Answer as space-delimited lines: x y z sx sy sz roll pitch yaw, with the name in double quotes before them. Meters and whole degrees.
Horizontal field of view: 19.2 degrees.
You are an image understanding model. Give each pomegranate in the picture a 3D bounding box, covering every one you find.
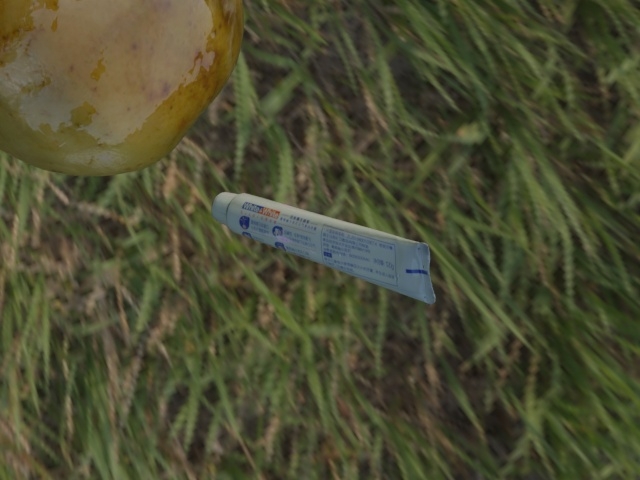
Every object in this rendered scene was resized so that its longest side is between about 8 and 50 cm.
"pomegranate" -0.214 -0.200 1.746 0.307 0.307 0.307 -5 110 -14

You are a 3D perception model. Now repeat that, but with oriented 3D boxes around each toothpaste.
"toothpaste" 0.000 0.000 1.424 0.033 0.218 0.052 -30 125 -38
